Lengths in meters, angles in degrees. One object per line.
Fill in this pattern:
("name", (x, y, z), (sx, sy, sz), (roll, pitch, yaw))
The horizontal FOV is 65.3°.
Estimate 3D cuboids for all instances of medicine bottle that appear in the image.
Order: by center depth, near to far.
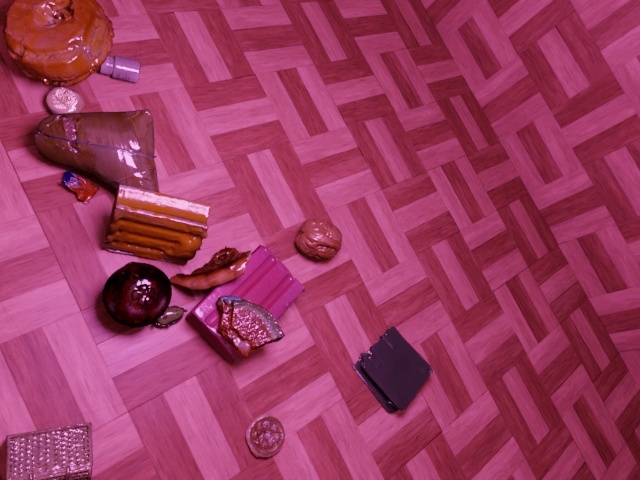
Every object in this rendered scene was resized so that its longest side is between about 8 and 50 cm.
("medicine bottle", (-0.717, -0.617, 1.789), (0.131, 0.080, 0.080), (6, 68, -28))

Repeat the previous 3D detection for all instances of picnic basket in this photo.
("picnic basket", (-0.702, 0.567, 1.295), (0.197, 0.134, 0.154), (0, 72, -31))

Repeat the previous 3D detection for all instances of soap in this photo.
("soap", (-0.518, -0.037, 1.576), (0.281, 0.259, 0.142), (12, 53, -28))
("soap", (-0.249, 0.213, 1.706), (0.233, 0.128, 0.359), (47, 55, -5))

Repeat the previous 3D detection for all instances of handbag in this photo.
("handbag", (-0.485, 0.239, 1.605), (0.111, 0.047, 0.072), (-16, 80, -32))
("handbag", (0.283, 0.496, 1.939), (0.260, 0.079, 0.248), (51, 53, 0))

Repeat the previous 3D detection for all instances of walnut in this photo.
("walnut", (0.000, 0.000, 1.925), (0.184, 0.155, 0.155), (18, 63, -26))

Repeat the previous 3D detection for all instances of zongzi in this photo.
("zongzi", (-0.701, -0.223, 1.604), (0.356, 0.174, 0.392), (-8, 88, -26))

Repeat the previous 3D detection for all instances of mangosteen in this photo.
("mangosteen", (-0.552, 0.162, 1.506), (0.210, 0.210, 0.209), (12, 66, -27))

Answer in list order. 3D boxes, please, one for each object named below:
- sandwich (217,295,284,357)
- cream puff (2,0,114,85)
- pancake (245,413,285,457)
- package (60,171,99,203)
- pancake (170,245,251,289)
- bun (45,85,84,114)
("sandwich", (-0.231, 0.257, 1.571), (0.235, 0.079, 0.159), (49, 55, -1))
("cream puff", (-0.834, -0.646, 1.626), (0.327, 0.231, 0.342), (-22, 74, -11))
("pancake", (-0.179, 0.640, 1.640), (0.140, 0.022, 0.139), (12, 64, -26))
("package", (-0.778, -0.173, 1.606), (0.111, 0.033, 0.077), (38, 32, -29))
("pancake", (-0.342, 0.095, 1.650), (0.257, 0.212, 0.056), (-39, 125, -28))
("bun", (-0.844, -0.453, 1.656), (0.115, 0.069, 0.115), (2, 72, -8))
